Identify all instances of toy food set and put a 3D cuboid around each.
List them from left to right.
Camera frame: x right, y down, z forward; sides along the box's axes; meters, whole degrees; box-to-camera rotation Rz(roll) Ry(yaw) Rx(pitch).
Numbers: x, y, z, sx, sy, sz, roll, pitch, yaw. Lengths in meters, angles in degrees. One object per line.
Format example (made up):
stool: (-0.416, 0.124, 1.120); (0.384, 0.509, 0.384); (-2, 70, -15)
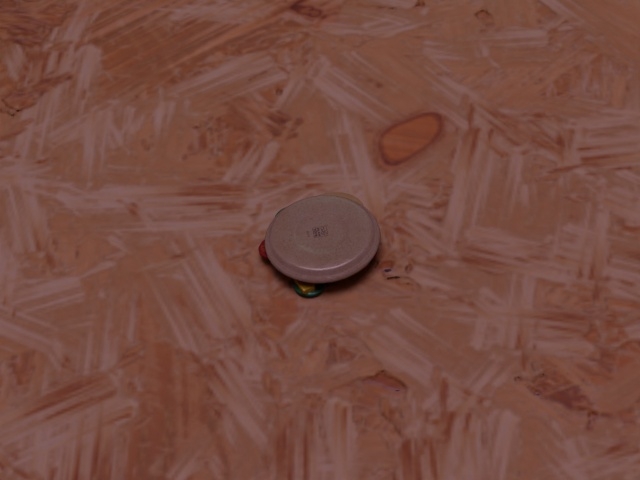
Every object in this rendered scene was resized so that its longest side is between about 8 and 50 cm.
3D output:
toy food set: (0.000, 0.000, 1.327); (0.082, 0.020, 0.083); (-22, 50, -13)
